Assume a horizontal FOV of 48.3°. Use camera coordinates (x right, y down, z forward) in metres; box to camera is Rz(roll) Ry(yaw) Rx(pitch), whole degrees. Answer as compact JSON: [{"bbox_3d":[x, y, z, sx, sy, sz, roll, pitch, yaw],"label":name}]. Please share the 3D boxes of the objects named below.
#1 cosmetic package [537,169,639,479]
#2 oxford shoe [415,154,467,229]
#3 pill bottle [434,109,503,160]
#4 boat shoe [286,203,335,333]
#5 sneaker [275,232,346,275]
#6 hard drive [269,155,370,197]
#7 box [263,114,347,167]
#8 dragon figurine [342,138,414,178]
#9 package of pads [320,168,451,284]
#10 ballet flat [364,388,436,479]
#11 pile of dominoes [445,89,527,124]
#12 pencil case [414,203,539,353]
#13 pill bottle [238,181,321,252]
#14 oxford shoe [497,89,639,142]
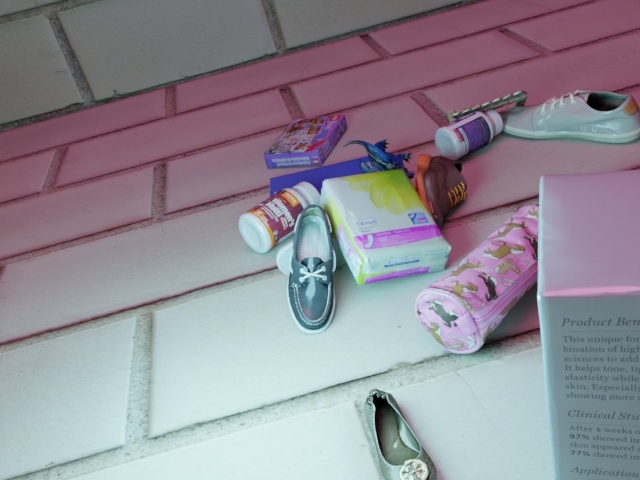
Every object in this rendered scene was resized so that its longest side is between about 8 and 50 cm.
[{"bbox_3d":[0.498,0.137,1.048,0.329,0.394,0.327,-2,32,19],"label":"cosmetic package"},{"bbox_3d":[0.317,-0.131,1.865,0.132,0.130,0.364,0,33,10],"label":"oxford shoe"},{"bbox_3d":[0.449,-0.322,2.143,0.193,0.108,0.108,-27,32,-20],"label":"pill bottle"},{"bbox_3d":[-0.022,0.059,1.610,0.114,0.091,0.303,-3,58,-5],"label":"boat shoe"},{"bbox_3d":[0.000,0.000,1.811,0.292,0.108,0.169,-16,26,-22],"label":"sneaker"},{"bbox_3d":[0.005,-0.165,2.142,0.318,0.040,0.210,-13,30,3],"label":"hard drive"},{"bbox_3d":[-0.047,-0.341,2.450,0.200,0.057,0.293,-1,32,24],"label":"box"},{"bbox_3d":[0.170,-0.234,2.070,0.289,0.085,0.144,33,29,20],"label":"dragon figurine"},{"bbox_3d":[0.140,-0.038,1.691,0.229,0.101,0.297,-8,46,-17],"label":"package of pads"},{"bbox_3d":[0.127,0.335,1.215,0.084,0.058,0.250,-18,30,-4],"label":"ballet flat"},{"bbox_3d":[0.515,-0.419,2.217,0.251,0.040,0.196,-19,-7,7],"label":"pile of dominoes"},{"bbox_3d":[0.362,0.075,1.461,0.386,0.167,0.160,-34,68,-30],"label":"pencil case"},{"bbox_3d":[-0.105,-0.068,1.945,0.221,0.121,0.121,-35,35,-31],"label":"pill bottle"},{"bbox_3d":[0.721,-0.377,2.098,0.449,0.130,0.169,11,42,41],"label":"oxford shoe"}]
